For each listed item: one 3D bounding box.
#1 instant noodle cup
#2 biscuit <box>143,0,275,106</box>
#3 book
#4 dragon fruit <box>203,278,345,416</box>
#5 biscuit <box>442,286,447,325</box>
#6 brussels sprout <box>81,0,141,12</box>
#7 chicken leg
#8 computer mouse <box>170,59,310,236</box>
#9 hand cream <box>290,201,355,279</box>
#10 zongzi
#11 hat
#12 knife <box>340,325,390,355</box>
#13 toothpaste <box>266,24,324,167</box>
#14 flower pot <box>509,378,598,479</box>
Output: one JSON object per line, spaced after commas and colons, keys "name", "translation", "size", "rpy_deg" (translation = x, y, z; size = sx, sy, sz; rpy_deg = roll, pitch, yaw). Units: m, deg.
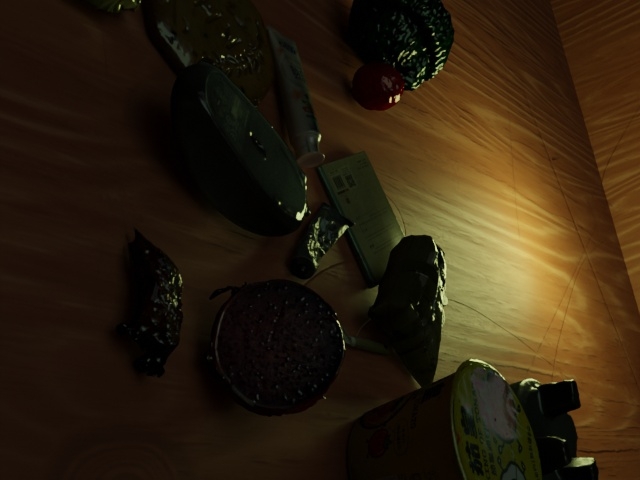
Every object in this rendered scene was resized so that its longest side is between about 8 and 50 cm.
{"name": "instant noodle cup", "translation": [0.220, 0.405, 1.717], "size": [0.325, 0.254, 0.326], "rpy_deg": [34, 44, -41]}
{"name": "biscuit", "translation": [-0.208, -0.412, 1.804], "size": [0.359, 0.046, 0.359], "rpy_deg": [32, 47, -42]}
{"name": "book", "translation": [0.103, -0.051, 2.047], "size": [0.215, 0.025, 0.283], "rpy_deg": [-23, 89, -56]}
{"name": "dragon fruit", "translation": [-0.072, 0.184, 1.531], "size": [0.148, 0.223, 0.219], "rpy_deg": [89, 4, -69]}
{"name": "biscuit", "translation": [0.248, 0.134, 2.141], "size": [0.124, 0.026, 0.175], "rpy_deg": [55, 34, -20]}
{"name": "brussels sprout", "translation": [-0.367, -0.449, 1.553], "size": [0.181, 0.100, 0.139], "rpy_deg": [18, 36, -38]}
{"name": "chicken leg", "translation": [-0.251, 0.093, 1.407], "size": [0.105, 0.063, 0.234], "rpy_deg": [39, 39, -43]}
{"name": "computer mouse", "translation": [-0.153, -0.151, 1.656], "size": [0.374, 0.114, 0.203], "rpy_deg": [51, 32, -36]}
{"name": "hand cream", "translation": [0.001, 0.000, 1.839], "size": [0.075, 0.052, 0.248], "rpy_deg": [58, 33, -15]}
{"name": "zongzi", "translation": [0.217, 0.148, 1.995], "size": [0.274, 0.125, 0.251], "rpy_deg": [60, 40, -36]}
{"name": "hat", "translation": [0.175, -0.453, 2.231], "size": [0.274, 0.242, 0.332], "rpy_deg": [36, 55, -20]}
{"name": "knife", "translation": [0.046, 0.184, 1.824], "size": [0.297, 0.017, 0.047], "rpy_deg": [20, 47, -50]}
{"name": "toothpaste", "translation": [-0.053, -0.303, 1.949], "size": [0.100, 0.066, 0.323], "rpy_deg": [19, 50, -50]}
{"name": "flower pot", "translation": [0.433, 0.435, 1.986], "size": [0.299, 0.282, 0.299], "rpy_deg": [32, 46, -40]}
